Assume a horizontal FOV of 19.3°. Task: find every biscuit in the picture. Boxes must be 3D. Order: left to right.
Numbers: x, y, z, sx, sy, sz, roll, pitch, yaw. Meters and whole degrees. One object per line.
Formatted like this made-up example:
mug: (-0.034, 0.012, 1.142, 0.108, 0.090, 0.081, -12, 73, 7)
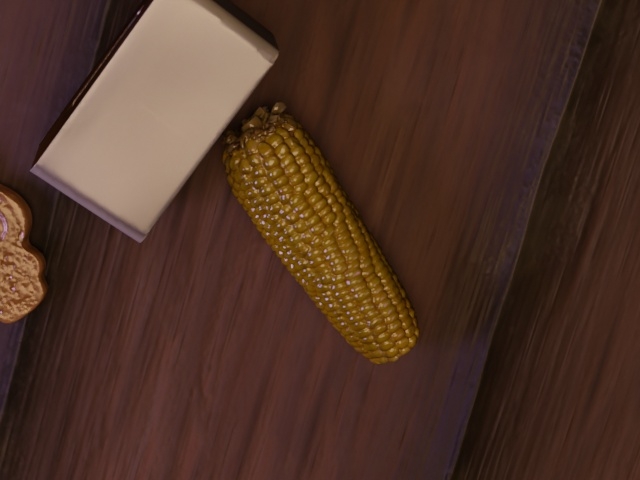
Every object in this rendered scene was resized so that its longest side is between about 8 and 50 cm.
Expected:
biscuit: (-0.385, -0.014, 2.000, 0.144, 0.040, 0.236, -38, 104, 13)

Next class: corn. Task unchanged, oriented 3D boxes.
corn: (0.000, 0.000, 1.990, 0.106, 0.106, 0.305, -31, 105, 4)

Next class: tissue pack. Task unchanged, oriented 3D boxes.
tissue pack: (-0.168, -0.143, 1.919, 0.136, 0.159, 0.246, 36, 98, -12)
